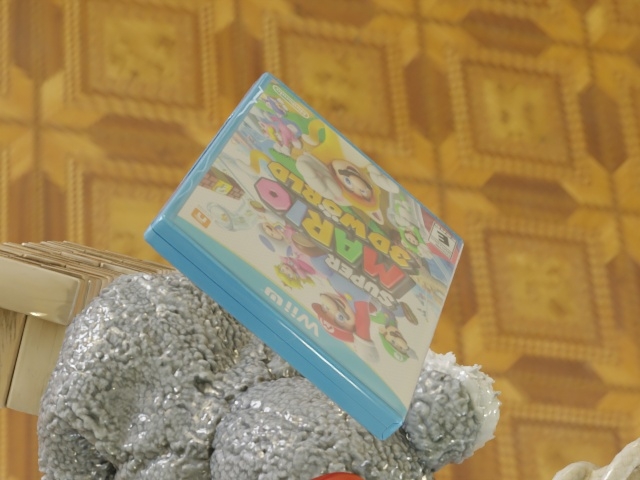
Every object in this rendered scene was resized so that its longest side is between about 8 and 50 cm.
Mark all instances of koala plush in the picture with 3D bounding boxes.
[{"bbox_3d":[-0.025,0.119,0.951,0.196,0.221,0.203,-41,118,-23],"label":"koala plush"}]

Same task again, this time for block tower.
[{"bbox_3d":[-0.175,0.054,1.230,0.091,0.335,0.097,14,90,6],"label":"block tower"}]

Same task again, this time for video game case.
[{"bbox_3d":[0.000,0.000,0.746,0.119,0.015,0.166,41,26,-7],"label":"video game case"}]

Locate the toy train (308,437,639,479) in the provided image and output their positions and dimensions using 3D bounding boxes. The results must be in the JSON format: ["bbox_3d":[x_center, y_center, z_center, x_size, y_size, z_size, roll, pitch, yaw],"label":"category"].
[{"bbox_3d":[0.003,0.112,0.474,0.248,0.143,0.105,-25,89,-18],"label":"toy train"}]
